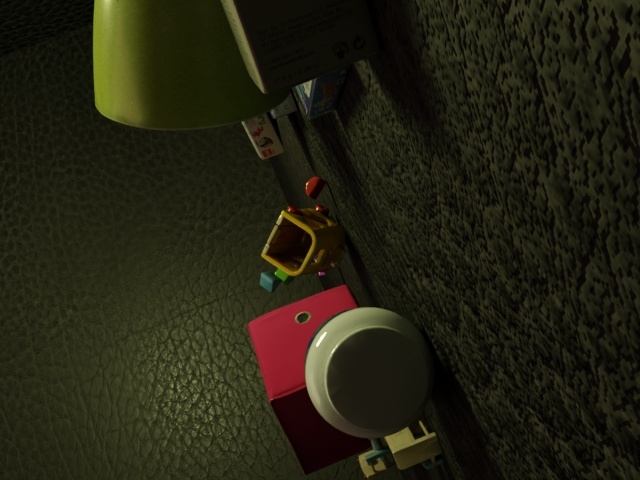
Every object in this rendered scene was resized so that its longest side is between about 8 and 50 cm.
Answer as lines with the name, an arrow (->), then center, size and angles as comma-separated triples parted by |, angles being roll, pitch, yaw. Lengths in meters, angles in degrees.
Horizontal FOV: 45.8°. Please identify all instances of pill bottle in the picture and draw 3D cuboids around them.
pill bottle -> 0.056, 0.157, 0.929 | 0.272, 0.152, 0.152 | 107, 141, -84

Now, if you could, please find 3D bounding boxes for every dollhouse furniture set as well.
dollhouse furniture set -> 0.123, 0.350, 1.273 | 0.183, 0.129, 0.129 | -121, 9, -69

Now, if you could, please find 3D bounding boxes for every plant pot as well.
plant pot -> -0.184, -0.335, 1.003 | 0.274, 0.275, 0.293 | -117, 21, -56

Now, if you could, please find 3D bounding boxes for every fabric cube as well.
fabric cube -> 0.011, 0.302, 1.679 | 0.258, 0.254, 0.259 | -116, 6, -56

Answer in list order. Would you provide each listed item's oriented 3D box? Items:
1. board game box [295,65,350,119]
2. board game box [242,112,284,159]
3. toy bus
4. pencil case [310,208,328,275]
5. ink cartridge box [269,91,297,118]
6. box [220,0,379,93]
board game box -> -0.018, -0.209, 0.778 | 0.201, 0.035, 0.136 | 163, 85, -87
board game box -> -0.146, -0.327, 1.451 | 0.193, 0.053, 0.305 | 64, -171, -51
toy bus -> -0.008, 0.005, 1.321 | 0.104, 0.202, 0.191 | 34, 154, 22
pencil case -> -0.012, 0.004, 1.760 | 0.070, 0.065, 0.151 | -89, -16, -52
ink cartridge box -> -0.098, -0.311, 1.297 | 0.097, 0.046, 0.207 | -126, 14, -80
box -> -0.051, -0.251, 0.526 | 0.113, 0.094, 0.275 | -119, 9, -63
